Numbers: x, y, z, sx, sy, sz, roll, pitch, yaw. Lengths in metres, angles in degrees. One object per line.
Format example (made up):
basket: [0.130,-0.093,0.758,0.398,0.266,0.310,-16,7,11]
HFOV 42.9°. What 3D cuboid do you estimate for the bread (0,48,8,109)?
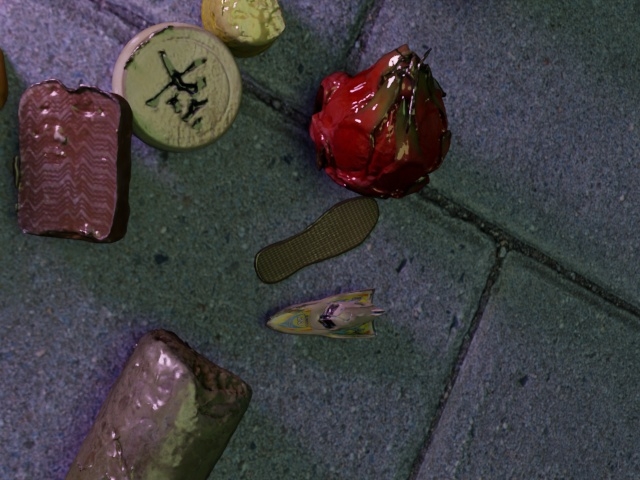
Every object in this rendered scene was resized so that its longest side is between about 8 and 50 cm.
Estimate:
bread: [-0.445,-0.216,1.090,0.049,0.103,0.062,-6,142,-17]

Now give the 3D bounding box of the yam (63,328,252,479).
yam: [-0.236,0.290,1.166,0.195,0.195,0.300,32,80,-27]

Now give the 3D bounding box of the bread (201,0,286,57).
bread: [-0.115,-0.338,1.211,0.111,0.114,0.129,-27,104,-16]

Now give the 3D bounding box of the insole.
insole: [0.000,0.000,1.366,0.253,0.005,0.086,-29,107,-22]

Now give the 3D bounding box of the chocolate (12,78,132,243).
chocolate: [-0.331,-0.107,1.113,0.148,0.093,0.214,6,96,3]

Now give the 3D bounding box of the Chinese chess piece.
Chinese chess piece: [-0.206,-0.222,1.185,0.189,0.083,0.188,-4,101,-23]

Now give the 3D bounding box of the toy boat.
toy boat: [0.004,0.128,1.349,0.210,0.066,0.084,-4,96,-27]

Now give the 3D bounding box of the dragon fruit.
dragon fruit: [0.092,-0.189,1.249,0.234,0.234,0.293,-29,147,-22]
